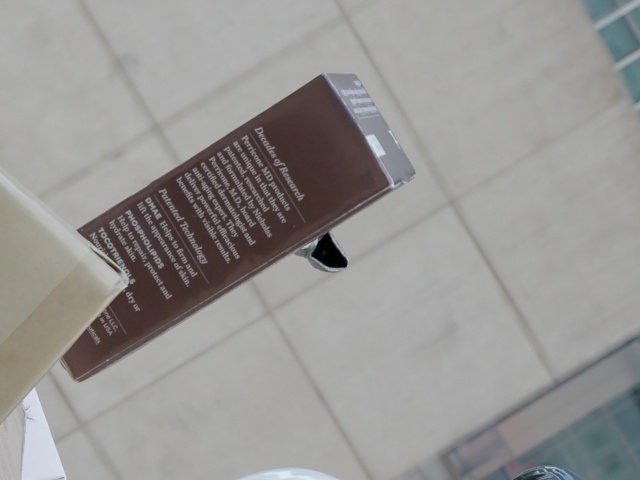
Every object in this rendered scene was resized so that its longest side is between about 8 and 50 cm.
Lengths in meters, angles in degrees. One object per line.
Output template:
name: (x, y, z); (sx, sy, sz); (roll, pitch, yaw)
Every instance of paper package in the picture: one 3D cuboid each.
paper package: (-0.309, 0.082, 1.116); (0.168, 0.325, 0.309); (42, -7, -11)

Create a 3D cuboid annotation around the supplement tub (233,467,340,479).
supplement tub: (0.037, 0.294, 0.911); (0.316, 0.228, 0.228); (33, -19, 40)

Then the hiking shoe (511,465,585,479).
hiking shoe: (0.191, 0.256, 1.183); (0.132, 0.113, 0.304); (-101, 164, -54)

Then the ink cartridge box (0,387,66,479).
ink cartridge box: (-0.391, 0.203, 2.078); (0.296, 0.066, 0.261); (-120, -147, -42)

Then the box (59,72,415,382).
box: (-0.103, -0.017, 1.665); (0.143, 0.381, 0.191); (60, 11, 0)

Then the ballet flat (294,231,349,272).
ballet flat: (0.000, 0.000, 1.877); (0.049, 0.057, 0.173); (22, -5, 13)
